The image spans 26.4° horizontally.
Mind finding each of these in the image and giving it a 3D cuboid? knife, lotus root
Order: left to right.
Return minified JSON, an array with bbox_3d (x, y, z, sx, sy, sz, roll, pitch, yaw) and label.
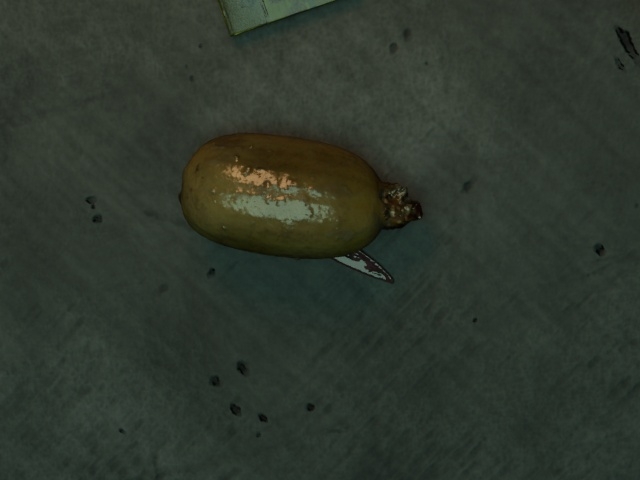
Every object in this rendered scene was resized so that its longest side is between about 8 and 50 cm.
[{"bbox_3d":[-0.028,-0.059,1.901,0.342,0.151,0.169,7,68,6],"label":"lotus root"},{"bbox_3d":[0.000,0.000,1.991,0.247,0.018,0.035,27,102,-1],"label":"knife"}]

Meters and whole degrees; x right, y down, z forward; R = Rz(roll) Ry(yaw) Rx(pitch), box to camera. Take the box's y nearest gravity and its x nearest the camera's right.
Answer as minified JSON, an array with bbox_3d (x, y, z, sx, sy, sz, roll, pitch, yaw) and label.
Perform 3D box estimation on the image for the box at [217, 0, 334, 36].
[{"bbox_3d":[-0.055,-0.373,1.903,0.193,0.030,0.121,-17,100,11],"label":"box"}]
